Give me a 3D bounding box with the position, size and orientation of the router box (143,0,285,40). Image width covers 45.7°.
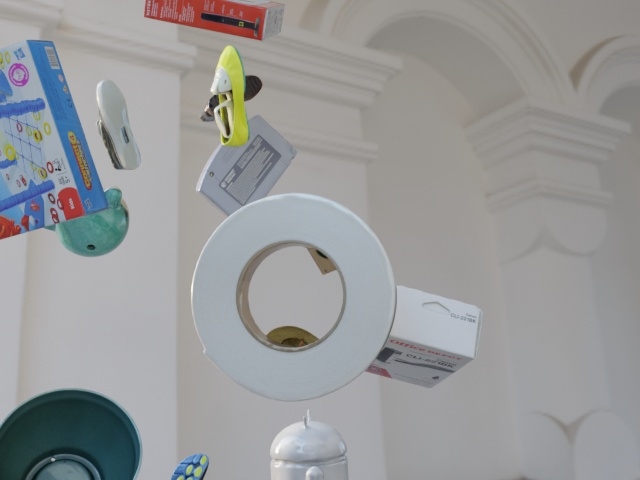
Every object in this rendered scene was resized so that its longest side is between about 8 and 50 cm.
[{"bbox_3d":[-0.265,-0.602,1.988,0.302,0.082,0.335,12,20,1],"label":"router box"}]

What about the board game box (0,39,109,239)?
[{"bbox_3d":[-0.566,-0.157,1.331,0.302,0.308,0.086,-15,8,15],"label":"board game box"}]

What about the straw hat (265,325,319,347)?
[{"bbox_3d":[-0.046,0.218,1.551,0.145,0.144,0.061,-8,25,17],"label":"straw hat"}]

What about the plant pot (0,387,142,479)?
[{"bbox_3d":[-0.534,0.485,1.589,0.293,0.293,0.196,3,-40,-20],"label":"plant pot"}]

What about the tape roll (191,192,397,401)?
[{"bbox_3d":[-0.051,0.105,1.429,0.393,0.391,0.072,-5,-6,7],"label":"tape roll"}]

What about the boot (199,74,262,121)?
[{"bbox_3d":[-0.278,-0.433,2.318,0.219,0.082,0.106,-37,8,-34],"label":"boot"}]

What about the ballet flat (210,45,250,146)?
[{"bbox_3d":[-0.211,-0.323,1.731,0.077,0.230,0.077,-21,27,-35],"label":"ballet flat"}]

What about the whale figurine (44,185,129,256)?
[{"bbox_3d":[-0.561,-0.062,1.765,0.217,0.141,0.272,-19,-38,8],"label":"whale figurine"}]

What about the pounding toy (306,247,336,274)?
[{"bbox_3d":[0.000,0.000,1.677,0.100,0.130,0.141,-23,18,24],"label":"pounding toy"}]

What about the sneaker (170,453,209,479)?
[{"bbox_3d":[-0.303,0.570,1.711,0.067,0.188,0.078,14,-16,25],"label":"sneaker"}]

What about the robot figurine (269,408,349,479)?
[{"bbox_3d":[-0.027,0.620,1.952,0.200,0.353,0.300,-2,-5,-9],"label":"robot figurine"}]

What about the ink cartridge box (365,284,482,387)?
[{"bbox_3d":[0.200,0.213,1.627,0.197,0.114,0.273,16,-27,-6],"label":"ink cartridge box"}]

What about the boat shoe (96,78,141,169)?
[{"bbox_3d":[-0.493,-0.267,1.788,0.070,0.219,0.078,-1,23,27],"label":"boat shoe"}]

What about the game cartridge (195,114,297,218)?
[{"bbox_3d":[-0.221,-0.211,2.213,0.198,0.297,0.062,41,-19,-16],"label":"game cartridge"}]
